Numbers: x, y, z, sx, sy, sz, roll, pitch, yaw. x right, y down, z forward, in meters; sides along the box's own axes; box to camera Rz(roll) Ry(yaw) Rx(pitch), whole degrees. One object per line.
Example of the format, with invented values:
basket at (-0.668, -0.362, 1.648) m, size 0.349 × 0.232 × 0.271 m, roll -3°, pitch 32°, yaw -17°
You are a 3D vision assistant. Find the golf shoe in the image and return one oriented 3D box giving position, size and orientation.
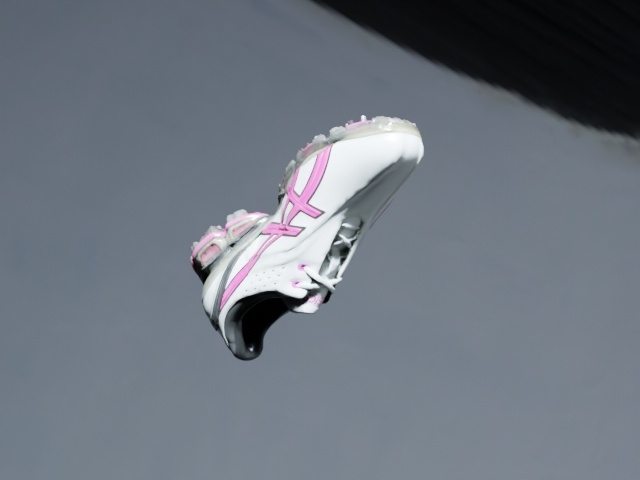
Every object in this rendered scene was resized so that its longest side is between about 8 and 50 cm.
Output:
golf shoe at (0.000, 0.000, 0.917) m, size 0.186 × 0.067 × 0.086 m, roll -41°, pitch 55°, yaw 35°
